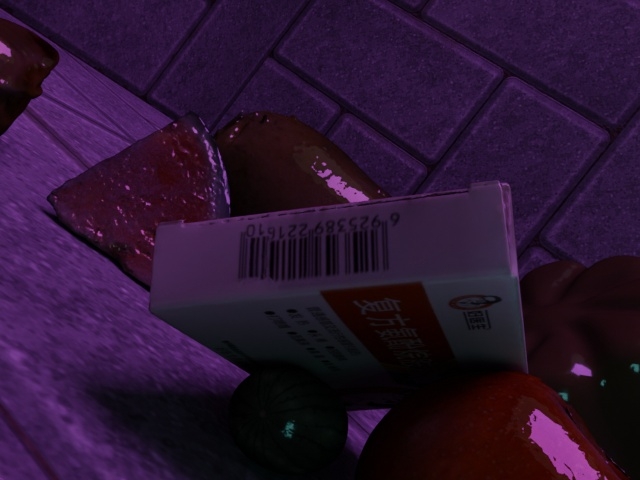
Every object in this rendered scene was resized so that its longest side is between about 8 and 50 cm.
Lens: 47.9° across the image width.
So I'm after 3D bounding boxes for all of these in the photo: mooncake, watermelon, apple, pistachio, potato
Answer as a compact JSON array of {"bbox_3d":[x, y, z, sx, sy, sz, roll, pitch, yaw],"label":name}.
[{"bbox_3d":[0.327,0.170,0.970,0.378,0.378,0.200,-124,-165,-78],"label":"mooncake"},{"bbox_3d":[-0.021,0.133,0.528,0.078,0.078,0.111,41,1,38],"label":"watermelon"},{"bbox_3d":[0.138,0.196,0.498,0.235,0.173,0.210,40,5,13],"label":"apple"},{"bbox_3d":[-0.160,-0.038,0.757,0.136,0.207,0.202,10,6,30],"label":"watermelon"},{"bbox_3d":[-0.372,-0.185,0.785,0.165,0.130,0.210,-12,32,-27],"label":"pistachio"},{"bbox_3d":[-0.002,-0.002,0.912,0.359,0.219,0.270,51,-2,12],"label":"potato"}]

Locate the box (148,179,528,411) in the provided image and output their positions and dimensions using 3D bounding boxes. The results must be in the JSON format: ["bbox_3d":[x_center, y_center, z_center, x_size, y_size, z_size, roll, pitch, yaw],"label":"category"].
[{"bbox_3d":[0.048,0.071,0.559,0.214,0.069,0.353,-6,-23,14],"label":"box"}]

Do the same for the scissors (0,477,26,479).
[{"bbox_3d":[-0.146,0.094,0.291,0.119,0.014,0.058,40,-1,-11],"label":"scissors"}]
